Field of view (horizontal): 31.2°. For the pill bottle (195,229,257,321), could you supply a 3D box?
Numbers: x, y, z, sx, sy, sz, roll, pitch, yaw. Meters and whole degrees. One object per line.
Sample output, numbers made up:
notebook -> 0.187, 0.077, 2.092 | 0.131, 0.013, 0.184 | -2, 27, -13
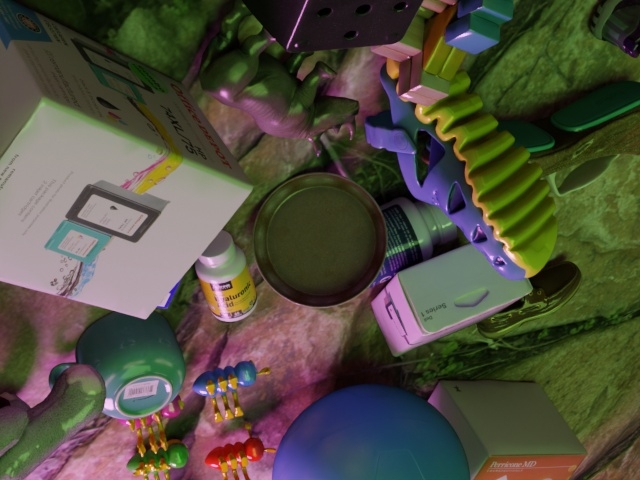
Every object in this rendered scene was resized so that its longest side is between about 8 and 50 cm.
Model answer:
pill bottle -> -0.121, 0.043, 1.442 | 0.065, 0.065, 0.116 | -23, 135, -9

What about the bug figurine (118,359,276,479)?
bug figurine -> -0.172, 0.262, 1.608 | 0.216, 0.072, 0.279 | -12, 138, -11

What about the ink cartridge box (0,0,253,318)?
ink cartridge box -> -0.252, -0.077, 1.147 | 0.270, 0.198, 0.197 | 22, 115, -47

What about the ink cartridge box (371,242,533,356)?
ink cartridge box -> 0.170, 0.075, 1.537 | 0.160, 0.092, 0.219 | -21, 170, -11

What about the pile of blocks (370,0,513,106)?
pile of blocks -> 0.153, -0.308, 1.181 | 0.113, 0.149, 0.362 | 14, 109, -30

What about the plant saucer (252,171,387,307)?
plant saucer -> 0.000, 0.000, 1.428 | 0.168, 0.168, 0.029 | -34, 174, 3

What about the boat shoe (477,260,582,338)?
boat shoe -> 0.310, 0.083, 1.719 | 0.178, 0.064, 0.060 | -30, 139, 2

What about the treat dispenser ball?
treat dispenser ball -> 0.073, 0.352, 1.666 | 0.288, 0.288, 0.288 | -15, 134, -16

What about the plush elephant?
plush elephant -> -0.464, 0.201, 1.290 | 0.255, 0.272, 0.330 | 51, 58, -12

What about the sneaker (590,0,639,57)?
sneaker -> 0.457, -0.263, 1.461 | 0.224, 0.098, 0.083 | -10, 133, -21

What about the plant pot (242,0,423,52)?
plant pot -> 0.015, -0.286, 1.103 | 0.188, 0.167, 0.188 | -8, 157, -22

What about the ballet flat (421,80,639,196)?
ballet flat -> 0.292, -0.109, 1.497 | 0.343, 0.116, 0.124 | -19, 122, -20

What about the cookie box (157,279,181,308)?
cookie box -> -0.194, 0.011, 1.341 | 0.040, 0.107, 0.091 | 10, 122, -34

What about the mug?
mug -> -0.248, 0.174, 1.465 | 0.158, 0.097, 0.129 | -40, 136, 8

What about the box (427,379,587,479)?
box -> 0.241, 0.411, 1.901 | 0.215, 0.168, 0.345 | 6, 125, -33

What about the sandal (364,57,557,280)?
sandal -> 0.158, -0.086, 1.351 | 0.126, 0.317, 0.138 | -17, 161, -43

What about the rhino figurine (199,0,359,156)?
rhino figurine -> -0.039, -0.168, 1.291 | 0.106, 0.073, 0.243 | -48, 136, 12

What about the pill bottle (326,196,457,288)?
pill bottle -> 0.088, 0.000, 1.497 | 0.169, 0.094, 0.094 | -24, 136, -7
